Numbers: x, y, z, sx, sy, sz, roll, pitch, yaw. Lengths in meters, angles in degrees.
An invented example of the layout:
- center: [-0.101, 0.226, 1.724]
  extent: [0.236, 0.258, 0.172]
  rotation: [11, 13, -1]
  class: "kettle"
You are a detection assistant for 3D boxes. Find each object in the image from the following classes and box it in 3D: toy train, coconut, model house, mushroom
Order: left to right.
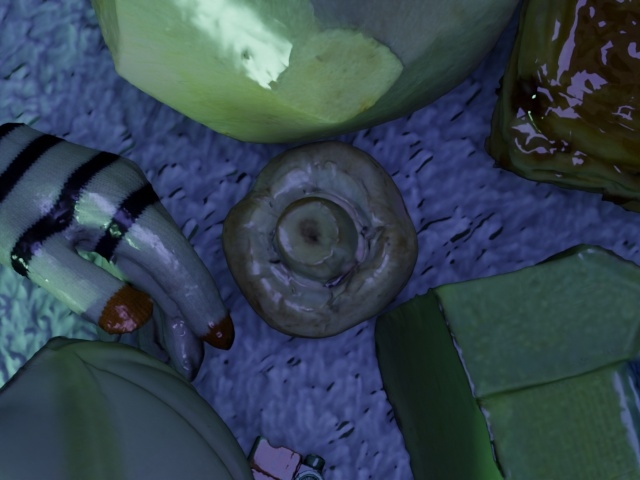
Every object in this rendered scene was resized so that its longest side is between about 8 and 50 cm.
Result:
- center: [-0.036, 0.202, 1.393]
  extent: [0.064, 0.044, 0.103]
  rotation: [23, 83, 1]
  class: "toy train"
- center: [-0.013, -0.228, 1.297]
  extent: [0.353, 0.352, 0.352]
  rotation: [0, 86, -4]
  class: "coconut"
- center: [0.000, 0.000, 1.372]
  extent: [0.148, 0.112, 0.148]
  rotation: [0, 89, 11]
  class: "mushroom"
- center: [0.169, 0.119, 1.352]
  extent: [0.189, 0.195, 0.214]
  rotation: [-18, 81, -15]
  class: "model house"

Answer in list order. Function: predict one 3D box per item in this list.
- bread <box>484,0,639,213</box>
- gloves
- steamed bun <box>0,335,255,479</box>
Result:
- center: [0.275, -0.177, 1.376]
  extent: [0.278, 0.167, 0.324]
  rotation: [12, 90, -10]
  class: "bread"
- center: [-0.150, 0.004, 1.352]
  extent: [0.219, 0.140, 0.131]
  rotation: [25, 80, 7]
  class: "gloves"
- center: [-0.154, 0.237, 1.264]
  extent: [0.309, 0.309, 0.309]
  rotation: [0, 86, -4]
  class: "steamed bun"
